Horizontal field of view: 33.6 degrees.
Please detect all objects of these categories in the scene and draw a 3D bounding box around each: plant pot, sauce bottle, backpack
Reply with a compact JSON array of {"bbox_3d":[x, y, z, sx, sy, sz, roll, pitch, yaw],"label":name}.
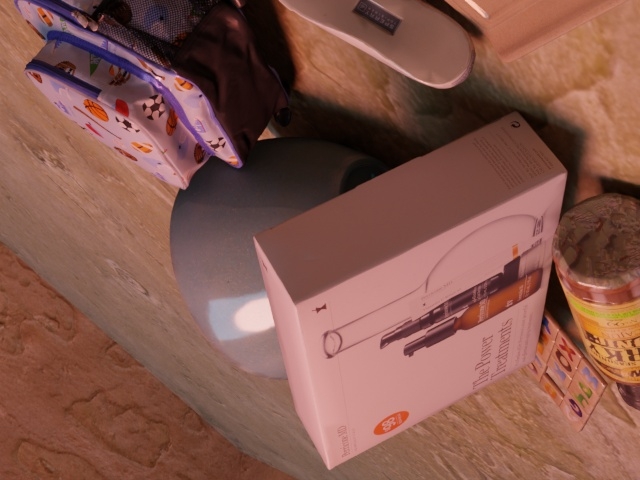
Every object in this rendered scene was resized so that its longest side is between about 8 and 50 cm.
[{"bbox_3d":[0.000,0.000,1.228,0.195,0.290,0.290,-22,125,41],"label":"plant pot"},{"bbox_3d":[0.327,0.083,1.113,0.111,0.111,0.344,19,160,34],"label":"sauce bottle"},{"bbox_3d":[-0.188,-0.198,1.126,0.263,0.213,0.276,37,166,22],"label":"backpack"}]

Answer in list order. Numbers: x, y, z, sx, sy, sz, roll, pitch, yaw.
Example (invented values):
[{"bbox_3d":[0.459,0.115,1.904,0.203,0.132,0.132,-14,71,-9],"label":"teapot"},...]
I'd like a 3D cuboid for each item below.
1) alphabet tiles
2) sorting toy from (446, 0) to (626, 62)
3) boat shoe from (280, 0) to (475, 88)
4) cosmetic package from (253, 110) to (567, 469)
[{"bbox_3d":[0.255,0.113,1.294,0.237,0.009,0.198,53,169,23],"label":"alphabet tiles"},{"bbox_3d":[0.135,-0.252,0.730,0.229,0.041,0.307,42,159,-12],"label":"sorting toy"},{"bbox_3d":[0.036,-0.203,0.927,0.227,0.079,0.081,37,-174,9],"label":"boat shoe"},{"bbox_3d":[0.097,0.070,1.106,0.097,0.284,0.377,59,168,32],"label":"cosmetic package"}]
